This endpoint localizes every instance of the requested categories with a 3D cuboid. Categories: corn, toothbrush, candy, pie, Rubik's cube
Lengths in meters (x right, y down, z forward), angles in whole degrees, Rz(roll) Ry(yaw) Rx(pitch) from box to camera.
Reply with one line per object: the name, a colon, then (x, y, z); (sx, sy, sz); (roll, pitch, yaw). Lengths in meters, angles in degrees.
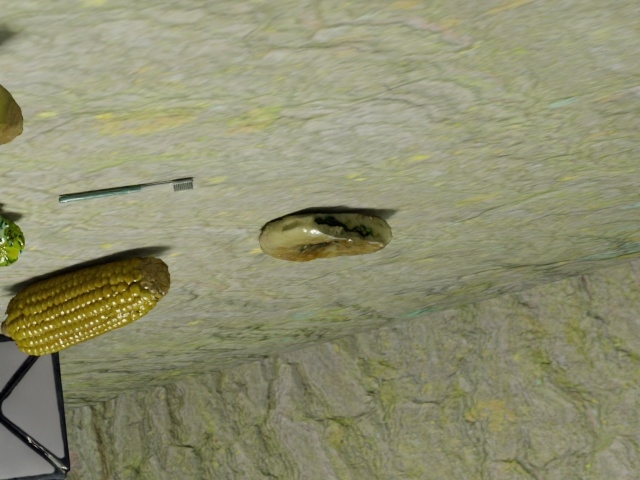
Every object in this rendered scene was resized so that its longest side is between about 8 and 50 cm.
corn: (-0.377, 0.100, 1.835); (0.322, 0.119, 0.119); (-22, 164, 25)
toothbrush: (-0.240, -0.059, 1.442); (0.167, 0.014, 0.011); (-8, 177, -11)
candy: (-0.394, -0.023, 1.410); (0.058, 0.062, 0.194); (-5, 158, -11)
pie: (0.000, -0.003, 1.828); (0.218, 0.052, 0.185); (2, 168, -40)
Rubik's cube: (-0.688, 0.369, 2.330); (0.307, 0.310, 0.305); (-1, 164, -30)

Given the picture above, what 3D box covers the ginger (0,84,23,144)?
ginger: (-0.386, -0.115, 0.921); (0.294, 0.086, 0.131); (2, 173, -19)
